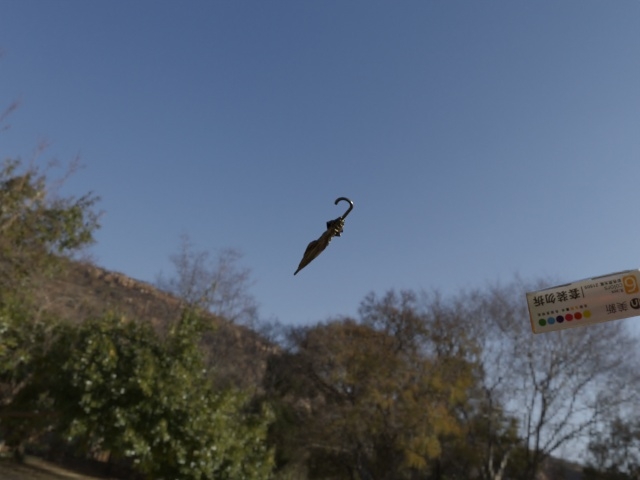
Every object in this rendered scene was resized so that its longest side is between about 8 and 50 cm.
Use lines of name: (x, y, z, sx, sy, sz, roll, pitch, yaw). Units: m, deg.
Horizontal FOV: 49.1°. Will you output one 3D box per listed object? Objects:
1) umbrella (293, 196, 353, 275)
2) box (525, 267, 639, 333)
umbrella: (0.003, 0.001, 0.640, 0.022, 0.013, 0.122, 28, -43, -4)
box: (0.542, 0.120, 1.406, 0.220, 0.091, 0.274, -15, -8, 22)
